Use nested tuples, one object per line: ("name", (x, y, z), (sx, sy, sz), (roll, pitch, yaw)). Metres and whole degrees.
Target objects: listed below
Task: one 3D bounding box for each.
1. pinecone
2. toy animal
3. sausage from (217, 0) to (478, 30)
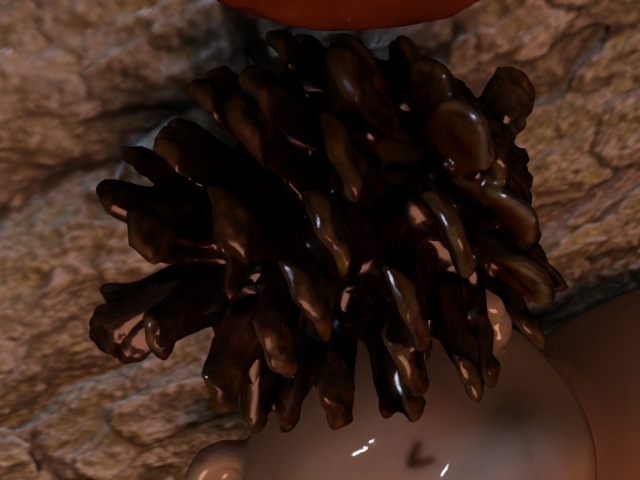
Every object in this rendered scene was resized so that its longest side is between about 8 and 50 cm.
("pinecone", (-0.001, -0.001, 0.550), (0.212, 0.169, 0.186), (-16, 134, 21))
("toy animal", (0.102, 0.146, 0.707), (0.345, 0.278, 0.247), (-26, 127, 10))
("sausage", (0.014, -0.126, 0.481), (0.179, 0.089, 0.089), (-6, 139, -33))
